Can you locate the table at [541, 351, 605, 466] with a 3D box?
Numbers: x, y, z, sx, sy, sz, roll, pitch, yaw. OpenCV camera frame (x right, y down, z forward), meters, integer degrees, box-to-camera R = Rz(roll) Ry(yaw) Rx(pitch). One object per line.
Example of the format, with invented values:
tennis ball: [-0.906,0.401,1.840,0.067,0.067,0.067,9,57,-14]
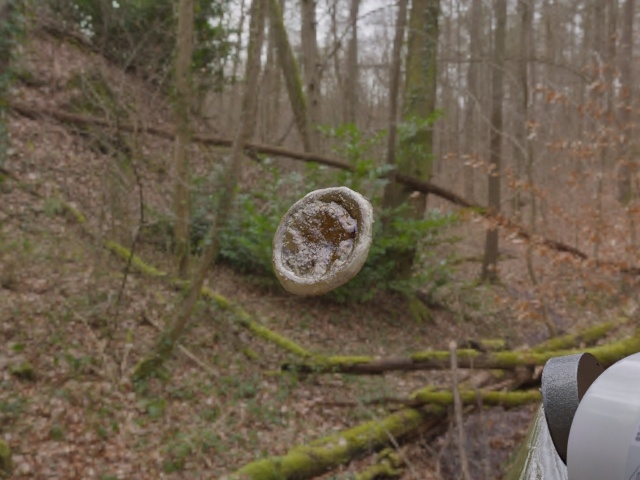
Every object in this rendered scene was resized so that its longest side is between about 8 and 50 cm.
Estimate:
table: [0.307,0.200,0.885,0.043,0.134,0.133,-18,-5,34]

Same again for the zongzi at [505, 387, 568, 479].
zongzi: [0.426,0.477,1.127,0.181,0.418,0.447,23,-4,-32]

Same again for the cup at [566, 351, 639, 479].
cup: [0.319,0.216,0.575,0.289,0.219,0.257,-36,2,-14]

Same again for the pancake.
pancake: [0.000,0.000,0.846,0.139,0.140,0.022,2,-25,37]
